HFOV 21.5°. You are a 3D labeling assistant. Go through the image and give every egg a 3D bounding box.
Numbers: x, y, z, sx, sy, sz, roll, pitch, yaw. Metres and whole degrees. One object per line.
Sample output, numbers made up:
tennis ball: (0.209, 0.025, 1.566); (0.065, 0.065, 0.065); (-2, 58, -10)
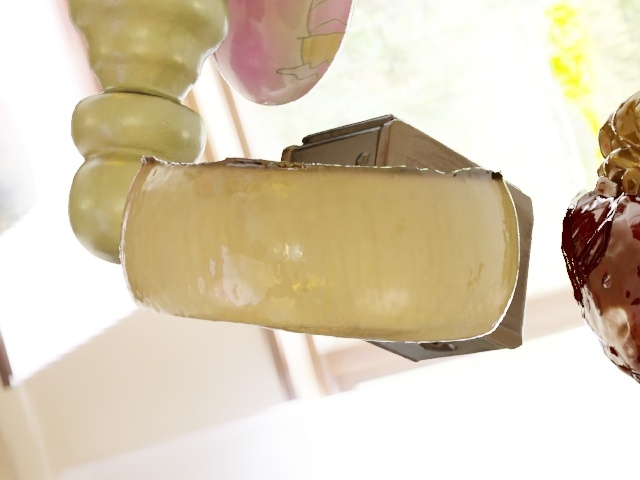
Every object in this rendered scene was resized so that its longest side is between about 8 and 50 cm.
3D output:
egg: (-0.050, -0.283, 1.942); (0.196, 0.196, 0.271); (-66, 153, -65)

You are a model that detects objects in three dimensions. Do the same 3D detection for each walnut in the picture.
walnut: (0.282, -0.001, 1.303); (0.244, 0.221, 0.269); (56, -5, -15)

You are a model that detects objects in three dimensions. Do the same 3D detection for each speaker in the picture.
speaker: (0.082, 0.006, 1.652); (0.231, 0.153, 0.193); (25, 64, -41)

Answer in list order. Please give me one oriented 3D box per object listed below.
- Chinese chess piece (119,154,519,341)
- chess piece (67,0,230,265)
Chinese chess piece: (0.000, 0.000, 1.058); (0.250, 0.249, 0.103); (-5, 99, -73)
chess piece: (-0.184, -0.136, 1.711); (0.182, 0.182, 0.330); (34, 58, -65)
